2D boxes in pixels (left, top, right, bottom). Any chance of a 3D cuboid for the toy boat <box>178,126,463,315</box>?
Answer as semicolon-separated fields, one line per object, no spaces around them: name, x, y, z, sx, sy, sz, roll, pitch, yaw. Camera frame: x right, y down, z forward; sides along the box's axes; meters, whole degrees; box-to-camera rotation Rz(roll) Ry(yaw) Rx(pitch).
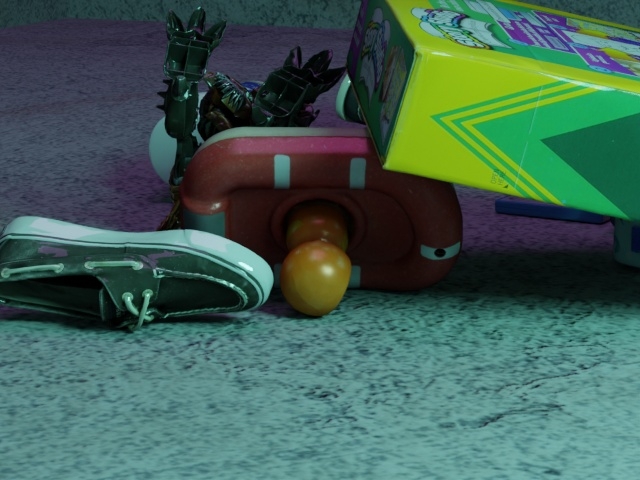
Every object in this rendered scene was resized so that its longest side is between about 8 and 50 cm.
toy boat;0.000;0.000;1.468;0.231;0.151;0.151;0;42;0

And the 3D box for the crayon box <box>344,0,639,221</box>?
crayon box;0.194;-0.116;1.498;0.313;0.106;0.363;11;16;-7

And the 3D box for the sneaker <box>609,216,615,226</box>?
sneaker;0.347;-0.037;1.790;0.144;0.053;0.059;-8;16;-31

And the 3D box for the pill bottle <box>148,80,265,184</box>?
pill bottle;-0.107;-0.110;1.980;0.112;0.112;0.187;5;13;21

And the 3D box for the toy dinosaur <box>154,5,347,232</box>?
toy dinosaur;-0.074;-0.077;1.677;0.164;0.218;0.322;6;38;-6

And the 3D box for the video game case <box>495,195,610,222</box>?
video game case;0.271;-0.043;1.910;0.119;0.015;0.166;7;13;30

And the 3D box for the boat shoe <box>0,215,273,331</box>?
boat shoe;-0.148;0.037;1.397;0.219;0.078;0.070;5;47;8

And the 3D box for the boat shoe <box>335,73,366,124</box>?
boat shoe;0.160;-0.198;2.415;0.113;0.127;0.340;35;26;29

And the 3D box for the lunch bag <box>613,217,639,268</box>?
lunch bag;0.372;-0.011;1.585;0.176;0.090;0.219;-11;15;-34
